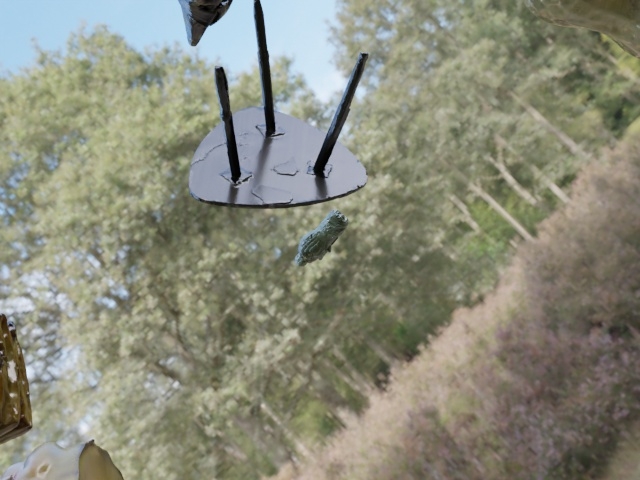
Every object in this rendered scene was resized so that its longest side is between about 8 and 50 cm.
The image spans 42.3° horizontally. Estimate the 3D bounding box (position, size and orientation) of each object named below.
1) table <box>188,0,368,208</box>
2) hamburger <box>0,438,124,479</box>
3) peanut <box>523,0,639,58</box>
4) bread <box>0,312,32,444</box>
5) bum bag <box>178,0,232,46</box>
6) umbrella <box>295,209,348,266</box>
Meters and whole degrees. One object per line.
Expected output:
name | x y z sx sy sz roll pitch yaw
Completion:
table | -0.056 -0.231 1.406 0.317 0.317 0.249 -38 -32 -39
hamburger | -0.329 0.375 0.924 0.237 0.276 0.276 -15 -12 -6
peanut | 0.417 -0.323 1.109 0.149 0.313 0.149 20 -90 -84
bread | -0.698 0.259 1.486 0.325 0.277 0.167 -10 -32 -22
bum bag | -0.129 -0.298 0.914 0.248 0.069 0.102 131 161 -77
umbrella | 0.000 0.000 1.664 0.143 0.062 0.067 -46 -3 17
